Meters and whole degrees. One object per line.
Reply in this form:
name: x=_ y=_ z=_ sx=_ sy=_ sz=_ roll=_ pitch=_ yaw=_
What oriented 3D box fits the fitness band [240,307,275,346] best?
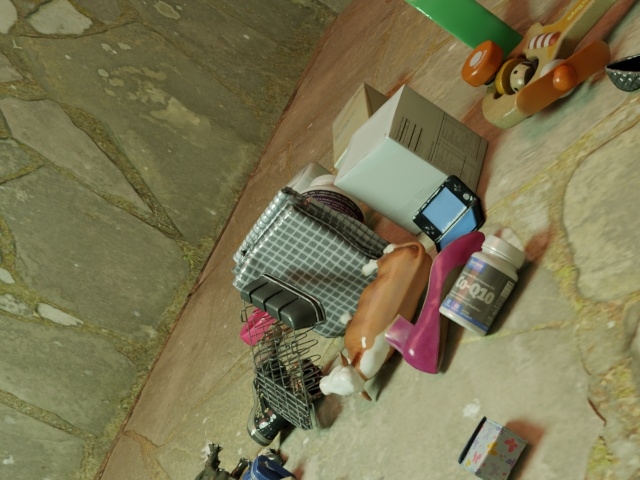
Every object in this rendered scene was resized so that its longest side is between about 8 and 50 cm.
fitness band: x=-0.097 y=0.141 z=2.133 sx=0.290 sy=0.054 sz=0.209 roll=-54 pitch=12 yaw=-30

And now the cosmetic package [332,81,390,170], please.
cosmetic package: x=0.119 y=-0.281 z=2.252 sx=0.160 sy=0.113 sz=0.309 roll=-53 pitch=17 yaw=21

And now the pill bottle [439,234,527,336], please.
pill bottle: x=0.242 y=0.065 z=1.267 sx=0.137 sy=0.078 sz=0.078 roll=-59 pitch=15 yaw=-1

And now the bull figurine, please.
bull figurine: x=0.099 y=0.139 z=1.528 sx=0.310 sy=0.101 sz=0.188 roll=-58 pitch=13 yaw=1

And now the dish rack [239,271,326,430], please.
dish rack: x=-0.064 y=0.213 z=1.600 sx=0.074 sy=0.271 sz=0.208 roll=-21 pitch=25 yaw=-28

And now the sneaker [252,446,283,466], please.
sneaker: x=-0.103 y=0.431 z=1.714 sx=0.109 sy=0.040 sz=0.043 roll=-29 pitch=31 yaw=60

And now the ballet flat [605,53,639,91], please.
ballet flat: x=0.473 y=-0.255 z=1.211 sx=0.173 sy=0.049 sz=0.057 roll=-27 pitch=35 yaw=62

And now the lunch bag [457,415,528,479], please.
lunch bag: x=0.206 y=0.258 z=1.060 sx=0.071 sy=0.053 sz=0.083 roll=-58 pitch=6 yaw=-5

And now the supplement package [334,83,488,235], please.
supplement package: x=0.173 y=-0.150 z=1.655 sx=0.194 sy=0.203 sz=0.149 roll=-39 pitch=25 yaw=50

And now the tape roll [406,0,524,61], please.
tape roll: x=0.267 y=-0.466 z=1.741 sx=0.077 sy=0.321 sz=0.321 roll=-53 pitch=16 yaw=17

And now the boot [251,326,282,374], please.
boot: x=-0.126 y=0.275 z=2.097 sx=0.118 sy=0.042 sz=0.087 roll=-55 pitch=22 yaw=14

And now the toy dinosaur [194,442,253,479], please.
toy dinosaur: x=-0.225 y=0.522 z=1.768 sx=0.313 sy=0.121 sz=0.160 roll=-38 pitch=23 yaw=50

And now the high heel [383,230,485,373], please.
high heel: x=0.210 y=0.096 z=1.363 sx=0.244 sy=0.082 sz=0.117 roll=-47 pitch=46 yaw=-11

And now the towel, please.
towel: x=-0.013 y=0.051 z=1.701 sx=0.235 sy=0.284 sz=0.121 roll=-50 pitch=19 yaw=33

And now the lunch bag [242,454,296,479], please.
lunch bag: x=-0.095 y=0.437 z=1.566 sx=0.065 sy=0.098 sz=0.067 roll=-51 pitch=11 yaw=15

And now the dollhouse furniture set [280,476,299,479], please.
dollhouse furniture set: x=-0.070 y=0.490 z=1.318 sx=0.259 sy=0.135 sz=0.262 roll=-37 pitch=26 yaw=54

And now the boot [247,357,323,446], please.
boot: x=-0.063 y=0.297 z=1.783 sx=0.178 sy=0.085 sz=0.236 roll=-44 pitch=18 yaw=27

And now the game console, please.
game console: x=0.226 y=-0.037 z=1.535 sx=0.122 sy=0.107 sz=0.071 roll=-49 pitch=-11 yaw=29

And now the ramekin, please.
ramekin: x=-0.052 y=-0.076 z=2.249 sx=0.277 sy=0.135 sz=0.277 roll=-47 pitch=8 yaw=9

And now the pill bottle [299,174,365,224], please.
pill bottle: x=0.000 y=0.000 z=1.951 sx=0.181 sy=0.182 sz=0.322 roll=-44 pitch=21 yaw=43

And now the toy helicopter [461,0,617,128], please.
toy helicopter: x=0.401 y=-0.328 z=1.424 sx=0.355 sy=0.140 sz=0.235 roll=-49 pitch=20 yaw=24
